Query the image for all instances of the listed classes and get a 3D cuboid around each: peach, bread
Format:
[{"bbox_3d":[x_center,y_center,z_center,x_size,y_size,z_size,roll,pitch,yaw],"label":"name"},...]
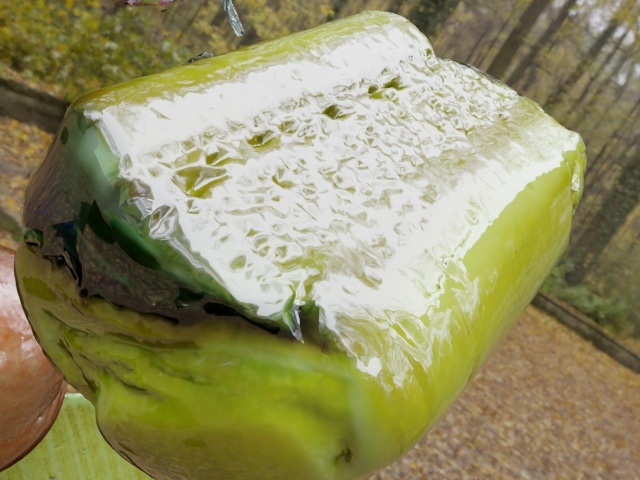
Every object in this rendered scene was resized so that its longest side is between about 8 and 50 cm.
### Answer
[{"bbox_3d":[-0.365,0.116,0.803,0.253,0.252,0.252,31,9,-5],"label":"peach"},{"bbox_3d":[0.000,0.000,0.500,0.251,0.208,0.376,38,35,12],"label":"bread"},{"bbox_3d":[-0.336,0.324,1.033,0.301,0.301,0.045,27,5,-32],"label":"bread"}]

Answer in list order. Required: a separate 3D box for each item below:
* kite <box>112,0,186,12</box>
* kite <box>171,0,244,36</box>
[{"bbox_3d":[-0.073,-0.225,0.615,0.127,0.229,0.016,13,-46,35],"label":"kite"},{"bbox_3d":[-0.113,-0.292,0.855,0.152,0.137,0.005,56,12,-1],"label":"kite"}]
